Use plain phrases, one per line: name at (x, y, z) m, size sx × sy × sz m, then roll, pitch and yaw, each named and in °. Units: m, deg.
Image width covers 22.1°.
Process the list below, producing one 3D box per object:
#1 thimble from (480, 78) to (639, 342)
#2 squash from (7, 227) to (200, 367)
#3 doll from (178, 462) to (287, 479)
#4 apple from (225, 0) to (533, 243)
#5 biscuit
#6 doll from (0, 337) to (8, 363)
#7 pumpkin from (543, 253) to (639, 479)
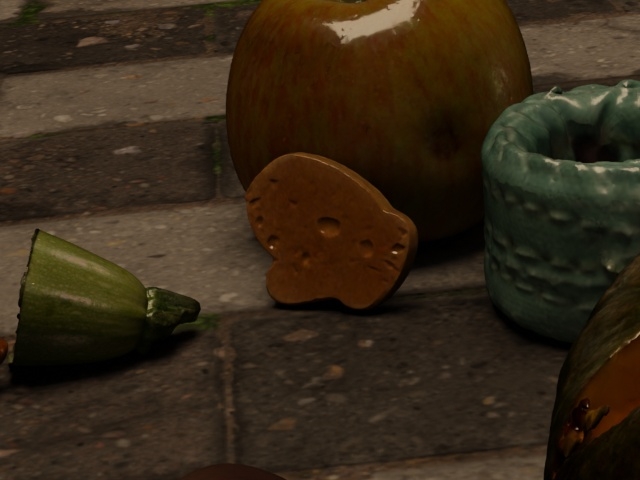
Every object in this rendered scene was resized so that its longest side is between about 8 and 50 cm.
thimble at (0.217, -0.022, 1.207) m, size 0.198 × 0.143 × 0.235 m, roll -2°, pitch 24°, yaw 8°
squash at (-0.154, 0.055, 1.195) m, size 0.132 × 0.105 × 0.105 m, roll 12°, pitch 21°, yaw -8°
doll at (-0.007, 0.178, 0.850) m, size 0.188 × 0.096 × 0.145 m, roll 12°, pitch 29°, yaw -29°
apple at (0.048, -0.124, 1.360) m, size 0.264 × 0.264 × 0.264 m, roll -4°, pitch 22°, yaw 2°
biscuit at (0.001, 0.000, 1.254) m, size 0.140 × 0.118 × 0.023 m, roll 42°, pitch 18°, yaw 12°
doll at (-0.315, 0.033, 1.163) m, size 0.236 × 0.213 × 0.213 m, roll 38°, pitch 31°, yaw 3°
pumpkin at (0.255, 0.099, 0.787) m, size 0.320 × 0.192 × 0.320 m, roll -18°, pitch 28°, yaw 10°
